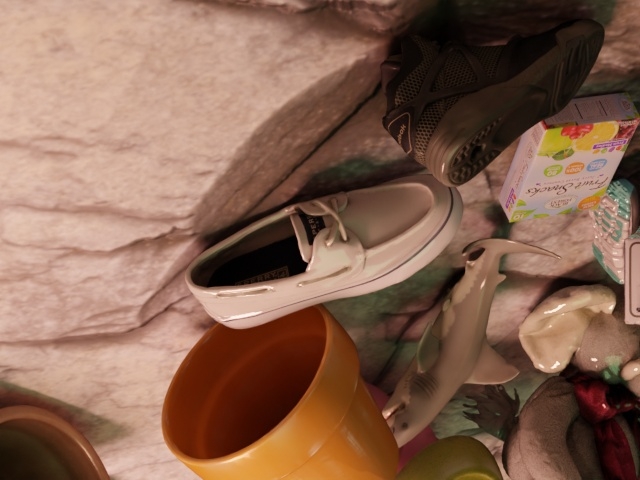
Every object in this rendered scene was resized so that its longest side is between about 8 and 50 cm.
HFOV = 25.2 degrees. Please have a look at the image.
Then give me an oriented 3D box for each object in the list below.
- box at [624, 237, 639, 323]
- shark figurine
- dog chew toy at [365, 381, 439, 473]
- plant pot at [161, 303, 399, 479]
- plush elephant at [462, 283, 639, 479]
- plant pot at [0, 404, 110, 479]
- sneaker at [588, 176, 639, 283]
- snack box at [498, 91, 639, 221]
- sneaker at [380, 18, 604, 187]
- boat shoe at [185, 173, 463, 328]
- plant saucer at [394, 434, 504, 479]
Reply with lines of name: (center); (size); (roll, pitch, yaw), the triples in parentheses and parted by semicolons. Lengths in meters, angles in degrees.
box: (0.432, 0.050, 1.494); (0.169, 0.087, 0.290); (-2, 174, 26)
shark figurine: (0.170, 0.099, 1.527); (0.278, 0.116, 0.166); (-63, 174, 21)
dog chew toy: (0.059, 0.277, 1.677); (0.207, 0.206, 0.332); (-23, 138, 5)
plant pot: (-0.022, 0.187, 1.438); (0.205, 0.205, 0.188); (-31, 125, 17)
plush elephant: (0.337, 0.188, 1.648); (0.272, 0.330, 0.255); (7, 116, -47)
plant pot: (-0.375, 0.318, 1.499); (0.229, 0.263, 0.263); (-16, 152, 31)
sneaker: (0.327, -0.024, 1.504); (0.076, 0.065, 0.166); (-33, 151, -9)
snack box: (0.239, -0.079, 1.385); (0.100, 0.037, 0.141); (-7, 145, -16)
sneaker: (0.137, -0.144, 1.213); (0.227, 0.130, 0.087); (-36, 149, -27)
boat shoe: (0.000, 0.000, 1.337); (0.268, 0.096, 0.088); (-19, 152, 14)
plant saucer: (0.139, 0.339, 1.616); (0.241, 0.037, 0.240); (-18, 116, -41)
